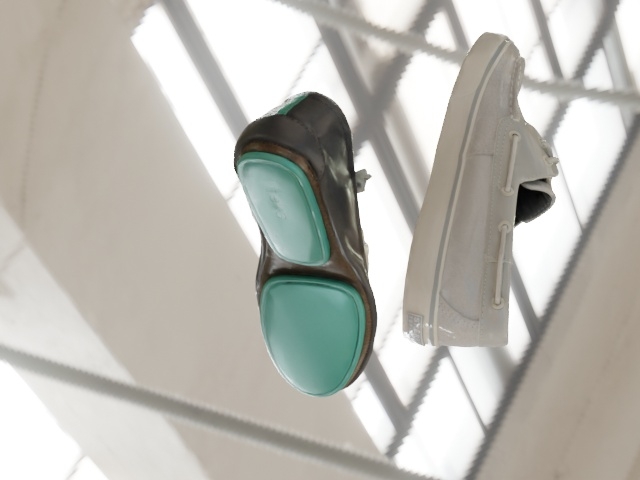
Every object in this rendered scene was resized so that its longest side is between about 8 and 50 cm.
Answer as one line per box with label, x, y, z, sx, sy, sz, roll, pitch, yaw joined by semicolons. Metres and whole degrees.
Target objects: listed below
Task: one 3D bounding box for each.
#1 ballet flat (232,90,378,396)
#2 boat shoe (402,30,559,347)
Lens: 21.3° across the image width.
ballet flat;0.000;0.000;0.905;0.074;0.203;0.074;-5;-133;5
boat shoe;0.088;-0.027;0.856;0.063;0.066;0.184;10;-127;10
